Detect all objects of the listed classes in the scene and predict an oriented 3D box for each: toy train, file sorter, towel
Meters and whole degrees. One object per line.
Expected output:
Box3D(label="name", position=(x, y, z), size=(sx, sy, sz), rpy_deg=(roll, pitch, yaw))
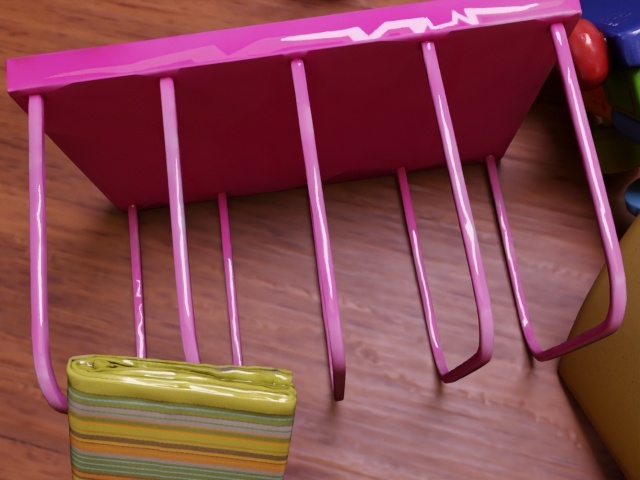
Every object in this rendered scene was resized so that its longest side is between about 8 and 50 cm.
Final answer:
Box3D(label="toy train", position=(0.196, -0.112, 0.525), size=(0.105, 0.248, 0.143), rpy_deg=(-23, 112, 3))
Box3D(label="file sorter", position=(0.000, 0.000, 0.446), size=(0.290, 0.202, 0.182), rpy_deg=(-8, 74, 0))
Box3D(label="towel", position=(-0.077, 0.152, 0.391), size=(0.102, 0.237, 0.021), rpy_deg=(8, 34, -3))

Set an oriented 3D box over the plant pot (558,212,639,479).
Box3D(label="plant pot", position=(0.268, 0.053, 0.381), size=(0.212, 0.187, 0.212), rpy_deg=(-18, 43, -3))
